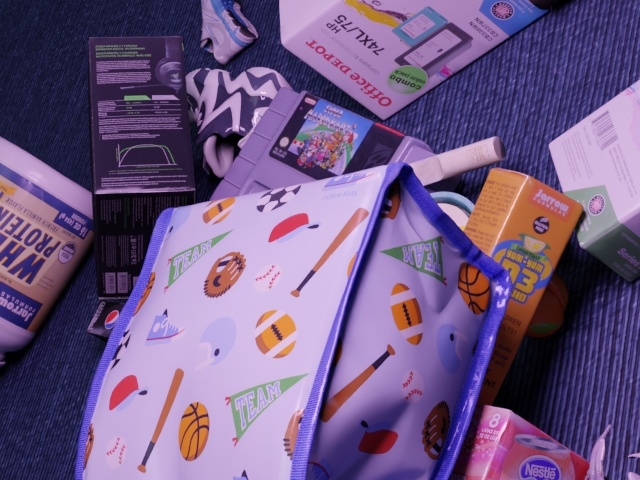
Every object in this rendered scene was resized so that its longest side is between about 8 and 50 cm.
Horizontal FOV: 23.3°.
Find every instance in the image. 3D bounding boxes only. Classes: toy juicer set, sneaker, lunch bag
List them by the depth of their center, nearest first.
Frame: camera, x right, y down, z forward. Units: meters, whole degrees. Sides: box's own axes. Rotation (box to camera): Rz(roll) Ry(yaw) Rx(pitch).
[{"bbox_3d":[-0.040,0.159,1.410,0.328,0.239,0.385,-13,46,43],"label":"lunch bag"},{"bbox_3d":[0.151,-0.008,1.659,0.209,0.089,0.329,-35,50,21],"label":"toy juicer set"},{"bbox_3d":[-0.153,-0.158,2.191,0.235,0.094,0.153,3,56,40],"label":"sneaker"},{"bbox_3d":[-0.161,-0.335,2.375,0.083,0.071,0.191,-49,34,19],"label":"sneaker"}]

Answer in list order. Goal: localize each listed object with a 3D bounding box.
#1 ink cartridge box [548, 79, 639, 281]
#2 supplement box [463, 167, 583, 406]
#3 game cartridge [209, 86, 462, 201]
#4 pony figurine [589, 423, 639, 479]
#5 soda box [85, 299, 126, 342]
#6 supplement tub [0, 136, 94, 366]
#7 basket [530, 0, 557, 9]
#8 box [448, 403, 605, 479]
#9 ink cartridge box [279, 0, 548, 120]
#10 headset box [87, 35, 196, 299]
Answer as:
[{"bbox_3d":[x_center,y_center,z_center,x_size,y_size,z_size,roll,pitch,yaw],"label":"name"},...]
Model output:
[{"bbox_3d":[0.348,-0.084,1.531,0.212,0.093,0.154,-38,38,27],"label":"ink cartridge box"},{"bbox_3d":[0.166,0.049,1.523,0.233,0.078,0.080,-66,22,-3],"label":"supplement box"},{"bbox_3d":[0.000,-0.054,1.915,0.355,0.068,0.230,29,91,51],"label":"game cartridge"},{"bbox_3d":[0.258,0.344,1.176,0.363,0.303,0.351,-39,70,18],"label":"pony figurine"},{"bbox_3d":[-0.245,0.123,2.102,0.169,0.060,0.053,8,70,52],"label":"soda box"},{"bbox_3d":[-0.488,0.025,2.328,0.316,0.228,0.228,-58,35,-4],"label":"supplement tub"},{"bbox_3d":[0.315,-0.396,1.763,0.227,0.204,0.154,-21,24,28],"label":"basket"},{"bbox_3d":[0.103,0.237,1.510,0.300,0.154,0.142,4,65,53],"label":"box"},{"bbox_3d":[0.109,-0.328,1.927,0.270,0.198,0.197,-33,41,31],"label":"ink cartridge box"},{"bbox_3d":[-0.244,-0.105,2.091,0.246,0.131,0.283,100,165,-53],"label":"headset box"}]
